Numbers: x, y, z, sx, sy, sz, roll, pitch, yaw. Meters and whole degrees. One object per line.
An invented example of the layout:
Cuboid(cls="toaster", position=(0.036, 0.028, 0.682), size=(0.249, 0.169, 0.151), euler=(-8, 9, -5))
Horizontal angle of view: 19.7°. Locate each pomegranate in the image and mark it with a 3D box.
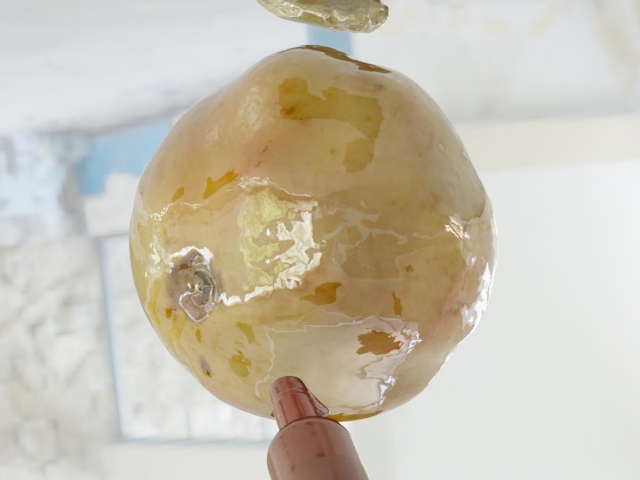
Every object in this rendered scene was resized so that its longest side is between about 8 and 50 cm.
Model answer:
Cuboid(cls="pomegranate", position=(0.000, 0.000, 1.953), size=(0.411, 0.411, 0.411), euler=(-7, 179, 0))

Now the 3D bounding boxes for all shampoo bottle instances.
Cuboid(cls="shampoo bottle", position=(0.003, 0.204, 1.533), size=(0.085, 0.085, 0.244), euler=(-6, -142, -12))

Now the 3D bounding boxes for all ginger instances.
Cuboid(cls="ginger", position=(0.059, -0.307, 2.097), size=(0.149, 0.065, 0.258), euler=(35, -124, 29))
